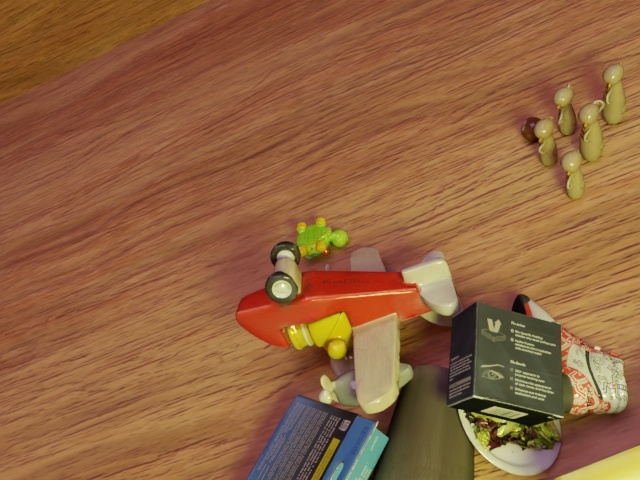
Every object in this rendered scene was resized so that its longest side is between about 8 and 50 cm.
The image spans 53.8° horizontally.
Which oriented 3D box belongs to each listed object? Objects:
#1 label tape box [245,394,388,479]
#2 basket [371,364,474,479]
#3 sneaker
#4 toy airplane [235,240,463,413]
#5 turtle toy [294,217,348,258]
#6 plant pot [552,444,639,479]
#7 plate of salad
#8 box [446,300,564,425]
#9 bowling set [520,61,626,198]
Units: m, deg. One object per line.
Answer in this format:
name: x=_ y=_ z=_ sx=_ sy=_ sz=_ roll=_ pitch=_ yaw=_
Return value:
label tape box: x=-0.002 y=0.408 z=1.067 sx=0.240 sy=0.106 sz=0.334 roll=-58 pitch=17 yaw=-18
basket: x=0.191 y=0.346 z=1.093 sx=0.204 sy=0.154 sz=0.227 roll=-30 pitch=33 yaw=50
sneaker: x=0.439 y=0.201 z=1.122 sx=0.145 sy=0.090 sz=0.270 roll=4 pitch=32 yaw=-4
toy airplane: x=0.086 y=0.151 z=1.209 sx=0.386 sy=0.272 sz=0.384 roll=-25 pitch=35 yaw=-39
turtle toy: x=0.000 y=0.000 z=1.490 sx=0.130 sy=0.066 sz=0.095 roll=-14 pitch=52 yaw=17
plant pot: x=0.473 y=0.397 z=0.890 sx=0.212 sy=0.212 sz=0.187 roll=-25 pitch=61 yaw=9
plate of salad: x=0.326 y=0.292 z=1.064 sx=0.200 sy=0.048 sz=0.200 roll=11 pitch=53 yaw=-15
box: x=0.296 y=0.200 z=1.014 sx=0.156 sy=0.093 sz=0.158 roll=16 pitch=62 yaw=-11
bowling set: x=0.511 y=-0.244 z=1.347 sx=0.200 sy=0.154 sz=0.287 roll=17 pitch=66 yaw=34
